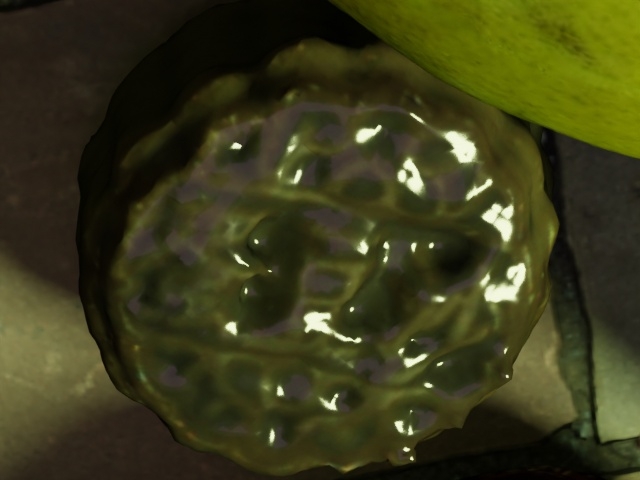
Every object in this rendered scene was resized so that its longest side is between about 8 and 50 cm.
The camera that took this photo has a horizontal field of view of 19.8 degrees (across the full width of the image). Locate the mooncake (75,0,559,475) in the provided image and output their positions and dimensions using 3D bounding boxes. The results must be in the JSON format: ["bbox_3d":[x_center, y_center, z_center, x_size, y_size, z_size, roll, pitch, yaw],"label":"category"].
[{"bbox_3d":[0.000,0.000,0.838,0.228,0.124,0.228,-1,120,-2],"label":"mooncake"}]

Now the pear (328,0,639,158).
[{"bbox_3d":[0.115,-0.159,0.676,0.307,0.253,0.253,11,121,10],"label":"pear"}]

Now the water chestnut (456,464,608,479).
[{"bbox_3d":[0.083,0.271,0.927,0.350,0.302,0.350,-8,105,-32],"label":"water chestnut"}]
